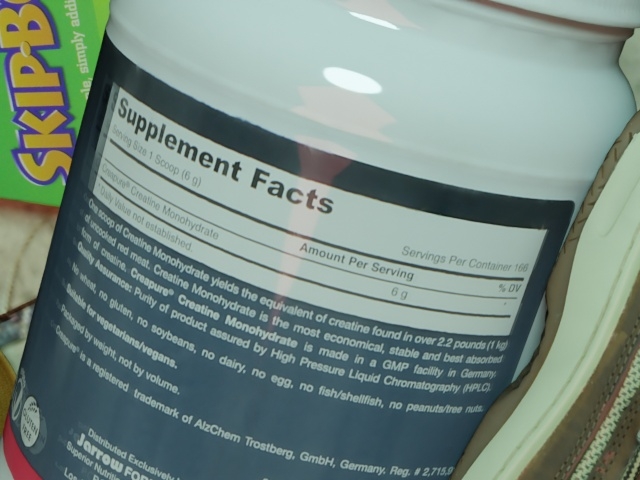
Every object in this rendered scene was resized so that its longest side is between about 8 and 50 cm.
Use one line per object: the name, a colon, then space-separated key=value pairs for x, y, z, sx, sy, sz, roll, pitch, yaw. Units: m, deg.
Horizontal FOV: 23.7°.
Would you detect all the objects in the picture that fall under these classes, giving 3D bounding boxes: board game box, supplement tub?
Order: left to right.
board game box: x=-0.056 y=-0.069 z=0.669 sx=0.259 sy=0.039 sz=0.124 roll=8 pitch=105 yaw=7
supplement tub: x=0.000 y=0.000 z=0.558 sx=0.191 sy=0.191 sz=0.272 roll=20 pitch=108 yaw=6

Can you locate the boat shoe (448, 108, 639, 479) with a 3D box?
boat shoe: x=0.102 y=0.084 z=0.493 sx=0.095 sy=0.095 sz=0.257 roll=32 pitch=112 yaw=36

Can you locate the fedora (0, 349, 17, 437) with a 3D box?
fedora: x=-0.221 y=0.106 z=0.684 sx=0.194 sy=0.079 sz=0.194 roll=-10 pitch=120 yaw=-18
